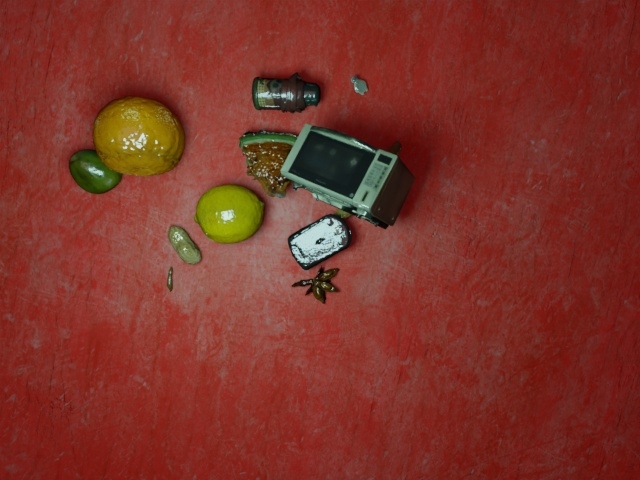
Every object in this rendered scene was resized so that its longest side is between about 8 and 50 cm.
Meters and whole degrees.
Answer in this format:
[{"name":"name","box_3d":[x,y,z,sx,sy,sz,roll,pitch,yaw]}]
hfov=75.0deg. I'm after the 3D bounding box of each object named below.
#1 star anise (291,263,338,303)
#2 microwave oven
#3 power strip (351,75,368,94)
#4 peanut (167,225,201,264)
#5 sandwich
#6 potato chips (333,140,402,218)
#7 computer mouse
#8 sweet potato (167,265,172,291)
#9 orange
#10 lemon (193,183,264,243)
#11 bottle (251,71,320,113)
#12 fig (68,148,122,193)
[{"name":"star anise","box_3d":[0.001,0.198,1.804,0.212,0.053,0.157,-34,93,2]},{"name":"microwave oven","box_3d":[0.102,-0.232,1.573,0.394,0.333,0.247,26,93,26]},{"name":"power strip","box_3d":[0.160,-0.649,1.745,0.055,0.035,0.083,-44,106,4]},{"name":"peanut","box_3d":[-0.584,0.021,1.778,0.083,0.093,0.194,-35,96,17]},{"name":"sandwich","box_3d":[-0.193,-0.298,1.711,0.250,0.162,0.301,-8,64,-10]},{"name":"potato chips","box_3d":[0.215,-0.237,1.752,0.407,0.080,0.057,-50,55,5]},{"name":"computer mouse","box_3d":[0.000,0.000,1.763,0.269,0.100,0.170,-29,89,9]},{"name":"sweet potato","box_3d":[-0.657,0.169,1.823,0.026,0.026,0.115,5,96,0]},{"name":"orange","box_3d":[-0.700,-0.409,1.624,0.341,0.340,0.293,-3,84,1]},{"name":"lemon","box_3d":[-0.367,-0.107,1.688,0.267,0.267,0.267,0,95,1]},{"name":"bottle","box_3d":[-0.134,-0.600,1.695,0.271,0.143,0.156,2,120,3]},{"name":"fig","box_3d":[-0.931,-0.290,1.718,0.181,0.191,0.181,-10,67,24]}]
